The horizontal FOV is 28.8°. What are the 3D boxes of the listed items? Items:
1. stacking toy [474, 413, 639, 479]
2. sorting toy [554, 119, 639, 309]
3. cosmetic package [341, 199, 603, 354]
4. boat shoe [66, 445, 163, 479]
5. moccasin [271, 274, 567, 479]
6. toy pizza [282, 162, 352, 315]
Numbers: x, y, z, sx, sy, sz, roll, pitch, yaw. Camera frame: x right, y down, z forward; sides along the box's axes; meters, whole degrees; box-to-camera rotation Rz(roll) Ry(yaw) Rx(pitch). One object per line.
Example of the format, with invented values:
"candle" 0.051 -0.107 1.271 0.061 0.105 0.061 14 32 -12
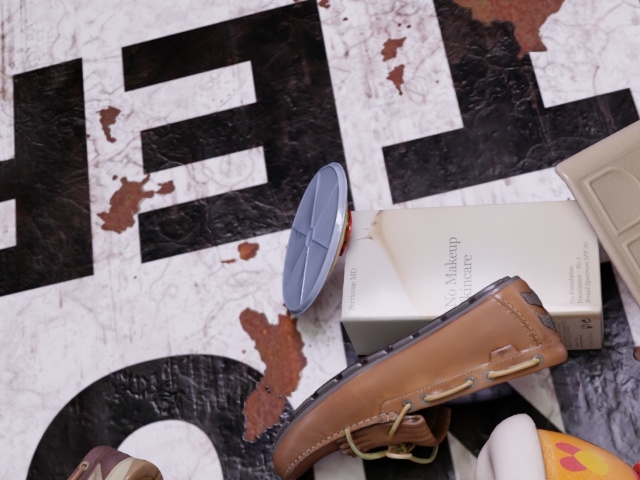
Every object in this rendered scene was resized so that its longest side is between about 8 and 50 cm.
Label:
"stacking toy" 0.395 0.347 1.227 0.479 0.351 0.351 0 61 3
"sorting toy" 0.447 -0.049 1.526 0.307 0.041 0.229 -27 80 -29
"cosmetic package" 0.189 0.048 1.543 0.309 0.113 0.160 -3 61 11
"boat shoe" -0.330 0.391 1.485 0.123 0.123 0.342 20 64 32
"moccasin" 0.108 0.187 1.445 0.380 0.139 0.147 -32 83 14
"toy pizza" 0.000 0.000 1.587 0.032 0.201 0.201 15 61 -17
